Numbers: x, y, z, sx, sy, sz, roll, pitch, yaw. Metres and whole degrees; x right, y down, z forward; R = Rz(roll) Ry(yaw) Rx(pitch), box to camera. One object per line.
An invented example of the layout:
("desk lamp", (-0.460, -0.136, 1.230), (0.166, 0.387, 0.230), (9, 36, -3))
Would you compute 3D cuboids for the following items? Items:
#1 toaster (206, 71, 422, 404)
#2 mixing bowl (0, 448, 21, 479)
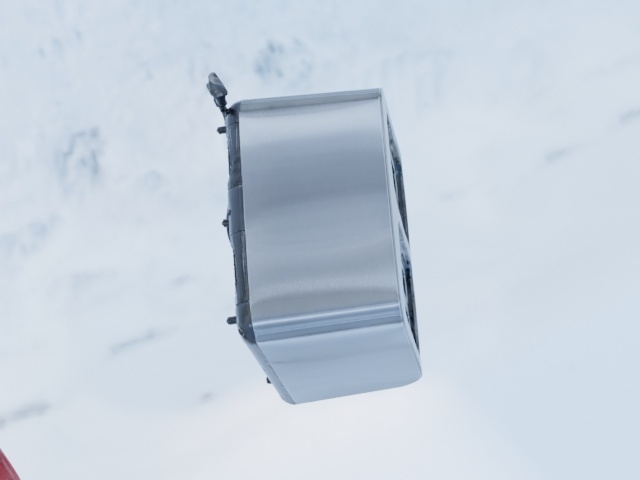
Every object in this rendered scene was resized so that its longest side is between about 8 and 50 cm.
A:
("toaster", (0.000, 0.000, 1.038), (0.110, 0.168, 0.186), (-8, 158, 7))
("mixing bowl", (-0.255, 0.209, 1.063), (0.098, 0.181, 0.181), (-24, 130, -31))
